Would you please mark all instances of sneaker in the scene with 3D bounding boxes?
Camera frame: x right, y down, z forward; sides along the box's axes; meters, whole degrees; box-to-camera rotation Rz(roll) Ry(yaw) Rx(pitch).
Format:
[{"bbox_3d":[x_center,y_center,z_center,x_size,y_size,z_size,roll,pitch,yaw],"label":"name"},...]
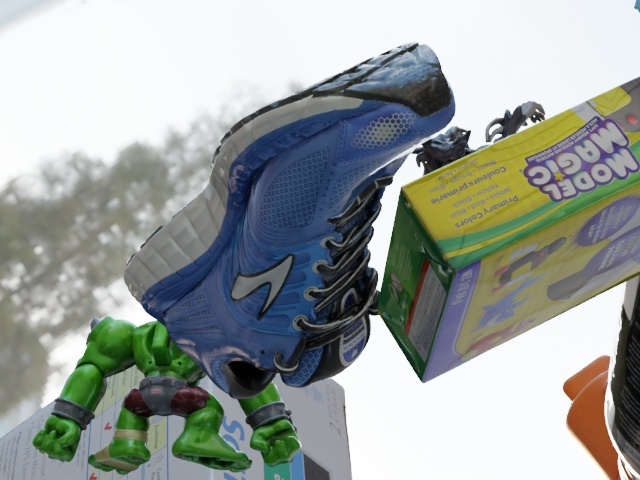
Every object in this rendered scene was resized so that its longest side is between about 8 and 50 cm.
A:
[{"bbox_3d":[0.000,0.000,0.999,0.147,0.130,0.330,55,-37,9],"label":"sneaker"}]

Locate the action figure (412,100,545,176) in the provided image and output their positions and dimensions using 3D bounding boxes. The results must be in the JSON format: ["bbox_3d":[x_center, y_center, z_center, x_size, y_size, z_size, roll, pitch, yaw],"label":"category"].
[{"bbox_3d":[0.221,-0.075,1.942,0.276,0.141,0.164,28,-41,-5],"label":"action figure"}]

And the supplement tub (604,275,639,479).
[{"bbox_3d":[0.345,0.092,1.359,0.194,0.193,0.316,31,-40,30],"label":"supplement tub"}]

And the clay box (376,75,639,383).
[{"bbox_3d":[0.138,-0.021,0.761,0.053,0.222,0.127,60,-16,22],"label":"clay box"}]

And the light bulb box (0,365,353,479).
[{"bbox_3d":[-0.161,0.305,1.621,0.361,0.358,0.225,-36,-56,23],"label":"light bulb box"}]

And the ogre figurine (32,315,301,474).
[{"bbox_3d":[-0.113,0.115,1.235,0.197,0.118,0.097,-7,-26,26],"label":"ogre figurine"}]

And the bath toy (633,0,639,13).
[{"bbox_3d":[0.395,-0.115,1.412,0.348,0.129,0.151,50,-3,-39],"label":"bath toy"}]

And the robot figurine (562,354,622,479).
[{"bbox_3d":[0.373,0.232,1.875,0.219,0.128,0.158,52,-43,42],"label":"robot figurine"}]
